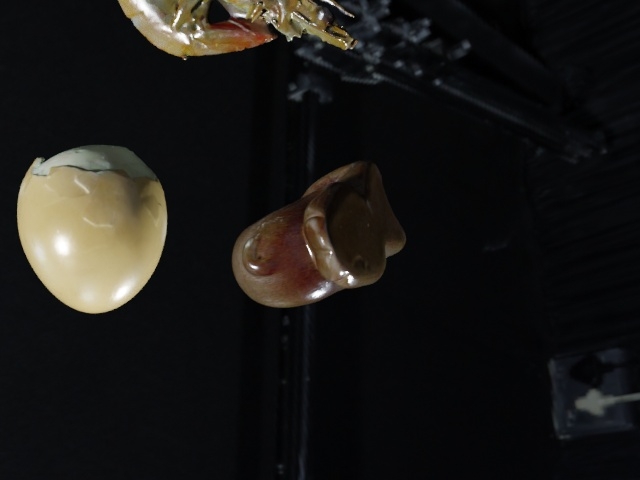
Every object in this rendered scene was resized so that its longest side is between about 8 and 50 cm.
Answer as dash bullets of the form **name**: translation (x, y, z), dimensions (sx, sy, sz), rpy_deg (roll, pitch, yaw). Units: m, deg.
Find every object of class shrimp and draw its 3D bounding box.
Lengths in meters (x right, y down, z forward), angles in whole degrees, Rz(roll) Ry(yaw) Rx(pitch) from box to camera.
- **shrimp**: translation (-0.102, -0.253, 1.033), dimensions (0.287, 0.152, 0.063), rpy_deg (31, -170, 6)

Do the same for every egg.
- **egg**: translation (-0.309, -0.019, 1.300), dimensions (0.201, 0.201, 0.244), rpy_deg (13, -120, -44)

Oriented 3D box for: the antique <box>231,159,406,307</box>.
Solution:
- **antique**: translation (0.000, 0.000, 1.049), dimensions (0.121, 0.143, 0.257), rpy_deg (65, -154, -8)
